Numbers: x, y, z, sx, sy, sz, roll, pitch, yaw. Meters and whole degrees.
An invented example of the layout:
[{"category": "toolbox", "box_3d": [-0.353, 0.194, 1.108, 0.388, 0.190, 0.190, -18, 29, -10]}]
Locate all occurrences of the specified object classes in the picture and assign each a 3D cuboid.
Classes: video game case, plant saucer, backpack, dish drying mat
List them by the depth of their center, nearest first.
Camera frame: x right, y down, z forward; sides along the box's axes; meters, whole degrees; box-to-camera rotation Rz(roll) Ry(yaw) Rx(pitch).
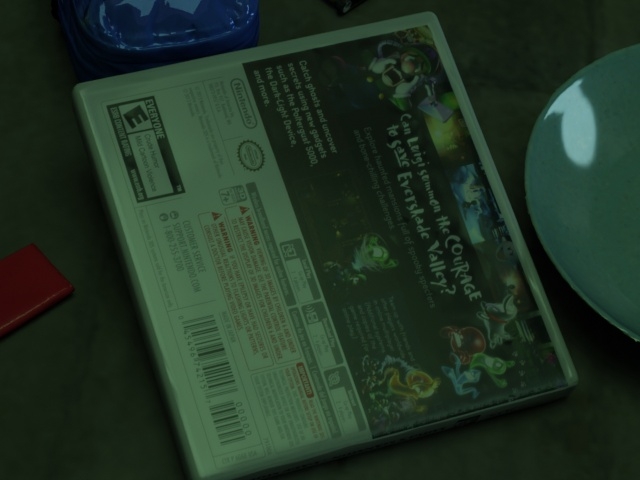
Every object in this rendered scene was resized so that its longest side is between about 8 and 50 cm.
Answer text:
[{"category": "dish drying mat", "box_3d": [-0.148, 0.032, 0.824, 0.083, 0.008, 0.032, -33, 64, -28]}, {"category": "video game case", "box_3d": [0.000, 0.000, 0.833, 0.173, 0.022, 0.190, -13, 69, -16]}, {"category": "plant saucer", "box_3d": [0.186, -0.009, 0.875, 0.195, 0.037, 0.195, 3, 54, -4]}, {"category": "backpack", "box_3d": [-0.080, -0.124, 0.892, 0.098, 0.101, 0.120, -10, 61, -6]}]

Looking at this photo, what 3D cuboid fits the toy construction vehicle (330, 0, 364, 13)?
[{"category": "toy construction vehicle", "box_3d": [0.020, -0.170, 0.976, 0.098, 0.035, 0.086, -34, 64, -27]}]
